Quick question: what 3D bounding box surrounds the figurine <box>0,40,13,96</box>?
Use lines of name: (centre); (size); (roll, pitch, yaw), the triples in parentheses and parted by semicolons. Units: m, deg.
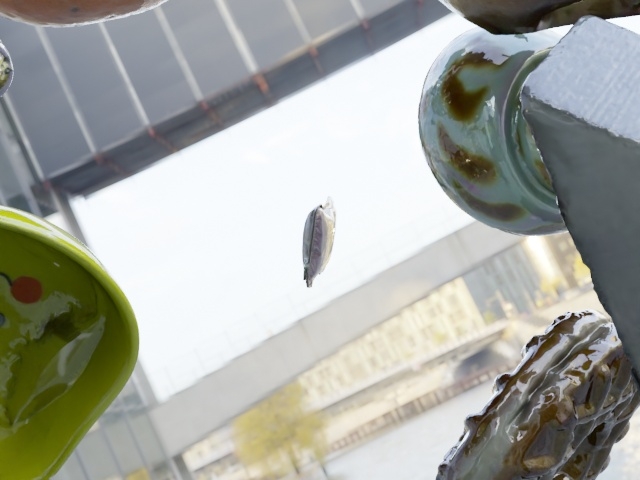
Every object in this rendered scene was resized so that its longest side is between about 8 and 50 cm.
figurine: (-0.583, -0.277, 1.785); (0.183, 0.129, 0.208); (-6, 24, -13)

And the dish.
dish: (-0.264, 0.074, 0.856); (0.221, 0.108, 0.262); (22, -67, -21)

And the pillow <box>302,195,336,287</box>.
pillow: (0.000, 0.000, 1.751); (0.038, 0.131, 0.232); (6, 6, 7)

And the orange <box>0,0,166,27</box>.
orange: (-0.284, -0.441, 1.224); (0.423, 0.424, 0.326); (-23, -27, -15)

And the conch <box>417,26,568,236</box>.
conch: (0.245, -0.128, 1.272); (0.367, 0.250, 0.197); (1, 9, 36)

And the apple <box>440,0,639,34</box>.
apple: (0.227, -0.371, 1.065); (0.374, 0.374, 0.384); (-24, 10, -12)

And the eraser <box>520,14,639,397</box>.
eraser: (0.241, 0.026, 0.720); (0.077, 0.353, 0.111); (-6, 32, 44)

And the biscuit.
biscuit: (0.238, 0.217, 1.200); (0.332, 0.103, 0.332); (-37, -34, -30)
